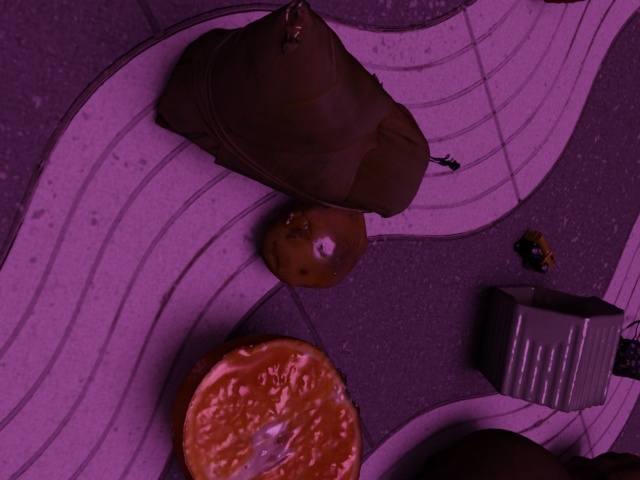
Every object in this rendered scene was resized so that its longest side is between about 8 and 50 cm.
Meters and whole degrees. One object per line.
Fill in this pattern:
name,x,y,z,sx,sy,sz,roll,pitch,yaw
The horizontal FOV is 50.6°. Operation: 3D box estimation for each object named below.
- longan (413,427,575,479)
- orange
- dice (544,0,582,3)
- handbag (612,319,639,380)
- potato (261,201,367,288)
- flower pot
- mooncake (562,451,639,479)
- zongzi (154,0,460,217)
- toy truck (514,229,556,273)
longan,0.308,0.525,1.235,0.361,0.361,0.360,-10,108,-33
orange,-0.069,0.285,0.940,0.274,0.274,0.310,-41,87,-20
dice,0.469,-0.509,1.149,0.179,0.175,0.173,-24,115,-24
handbag,0.735,0.249,1.599,0.115,0.072,0.139,43,72,-33
potato,0.000,0.000,0.988,0.176,0.137,0.137,-32,118,-27
flower pot,0.433,0.197,1.286,0.209,0.240,0.189,-13,112,-66
mooncake,0.634,0.634,1.478,0.187,0.324,0.323,7,98,-33
zongzi,0.061,-0.125,0.805,0.447,0.418,0.181,20,84,-24
toy truck,0.428,0.026,1.338,0.054,0.049,0.083,-48,123,-17
